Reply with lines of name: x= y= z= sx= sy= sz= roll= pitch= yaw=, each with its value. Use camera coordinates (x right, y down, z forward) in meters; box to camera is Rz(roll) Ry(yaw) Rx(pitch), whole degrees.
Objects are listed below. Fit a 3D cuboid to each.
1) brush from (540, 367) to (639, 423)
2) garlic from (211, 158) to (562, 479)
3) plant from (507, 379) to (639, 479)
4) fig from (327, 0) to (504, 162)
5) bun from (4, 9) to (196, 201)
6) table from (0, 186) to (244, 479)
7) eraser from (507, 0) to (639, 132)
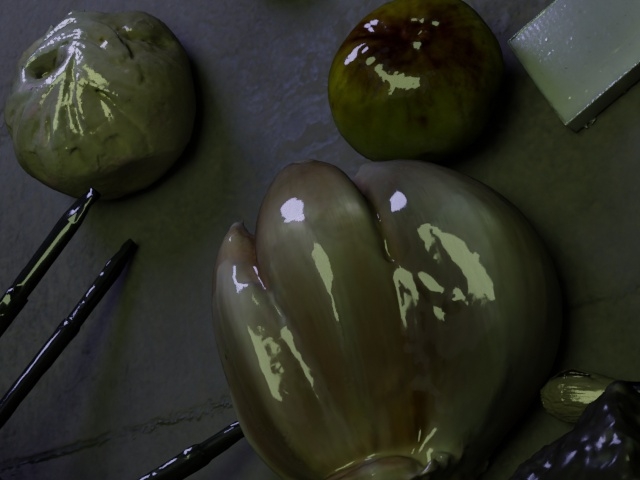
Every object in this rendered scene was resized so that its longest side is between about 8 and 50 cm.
brush: x=0.295 y=0.114 z=1.439 sx=0.299 sy=0.039 sz=0.042 roll=-3 pitch=70 yaw=33
garlic: x=0.049 y=0.060 z=1.558 sx=0.279 sy=0.132 sz=0.325 roll=-14 pitch=74 yaw=8
plant: x=0.186 y=0.265 z=1.349 sx=0.312 sy=0.213 sz=0.215 roll=-48 pitch=54 yaw=23
fig: x=0.077 y=-0.130 z=1.629 sx=0.153 sy=0.121 sz=0.136 roll=-29 pitch=58 yaw=24
bun: x=-0.211 y=-0.139 z=1.833 sx=0.178 sy=0.128 sz=0.193 roll=-20 pitch=60 yaw=29
table: x=-0.215 y=0.110 z=1.665 sx=0.249 sy=0.317 sz=0.317 roll=-46 pitch=52 yaw=-6
eraser: x=0.233 y=-0.170 z=1.597 sx=0.150 sy=0.023 sz=0.104 roll=-41 pitch=54 yaw=16
